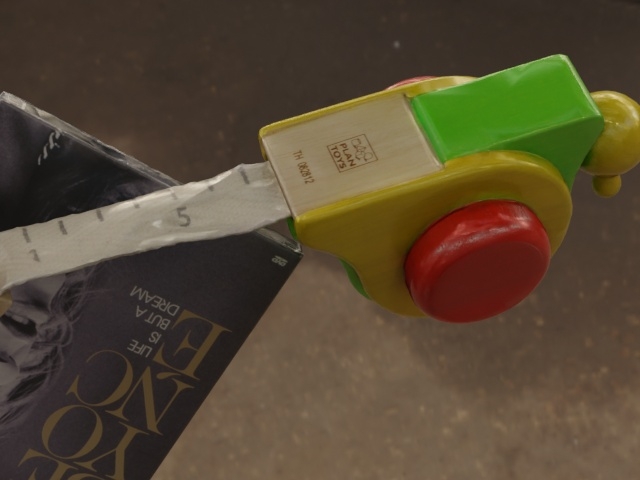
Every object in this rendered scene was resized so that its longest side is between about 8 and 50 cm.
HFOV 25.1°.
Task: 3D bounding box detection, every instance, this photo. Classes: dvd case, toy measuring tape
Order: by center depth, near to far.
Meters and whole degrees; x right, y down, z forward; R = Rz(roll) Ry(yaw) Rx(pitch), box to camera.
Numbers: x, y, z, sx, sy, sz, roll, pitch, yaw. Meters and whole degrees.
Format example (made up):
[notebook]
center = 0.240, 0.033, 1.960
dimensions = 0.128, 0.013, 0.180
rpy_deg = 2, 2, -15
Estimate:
[toy measuring tape]
center = 0.000, 0.000, 0.680
dimensions = 0.330, 0.121, 0.121
rpy_deg = -17, 42, -7
[dvd case]
center = -0.135, 0.056, 0.709
dimensions = 0.221, 0.164, 0.018
rpy_deg = -55, 22, 18
